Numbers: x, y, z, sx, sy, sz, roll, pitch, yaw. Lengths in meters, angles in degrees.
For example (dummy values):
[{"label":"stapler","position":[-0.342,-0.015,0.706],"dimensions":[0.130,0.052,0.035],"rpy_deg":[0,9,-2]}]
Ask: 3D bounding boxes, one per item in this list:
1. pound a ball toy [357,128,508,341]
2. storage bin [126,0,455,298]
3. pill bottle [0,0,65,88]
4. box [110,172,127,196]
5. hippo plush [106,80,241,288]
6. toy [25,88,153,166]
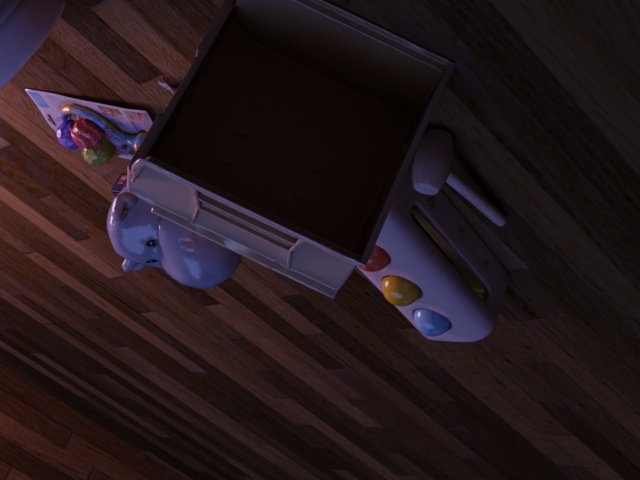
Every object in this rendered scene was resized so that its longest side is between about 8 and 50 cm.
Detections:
[{"label":"pound a ball toy","position":[0.139,0.012,1.283],"dimensions":[0.208,0.136,0.319],"rpy_deg":[-2,143,43]},{"label":"storage bin","position":[-0.034,-0.117,1.054],"dimensions":[0.260,0.262,0.123],"rpy_deg":[26,156,-1]},{"label":"pill bottle","position":[-0.490,-0.341,1.070],"dimensions":[0.229,0.229,0.407],"rpy_deg":[-8,138,48]},{"label":"box","position":[-0.200,-0.046,1.460],"dimensions":[0.207,0.036,0.114],"rpy_deg":[6,146,35]},{"label":"hippo plush","position":[-0.153,-0.077,1.208],"dimensions":[0.294,0.236,0.234],"rpy_deg":[30,141,18]},{"label":"toy","position":[-0.334,-0.151,1.480],"dimensions":[0.237,0.056,0.137],"rpy_deg":[11,149,27]}]
